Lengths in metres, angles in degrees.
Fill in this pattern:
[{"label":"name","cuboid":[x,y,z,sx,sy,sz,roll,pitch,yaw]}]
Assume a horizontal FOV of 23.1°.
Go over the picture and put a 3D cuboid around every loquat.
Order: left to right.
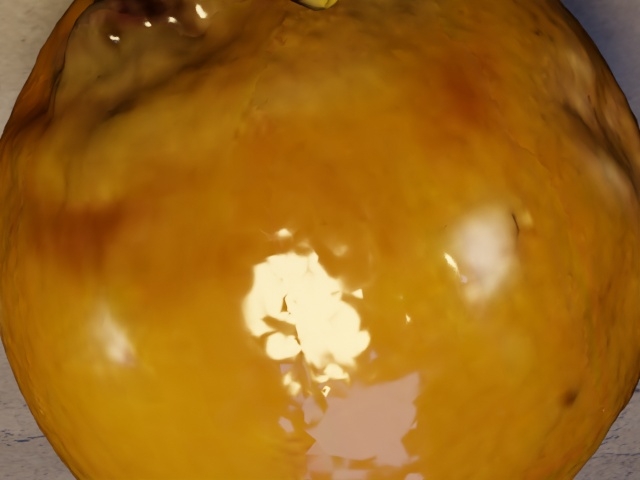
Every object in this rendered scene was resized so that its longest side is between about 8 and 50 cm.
[{"label":"loquat","cuboid":[0.000,0.000,0.742,0.328,0.329,0.328,-7,148,-4]}]

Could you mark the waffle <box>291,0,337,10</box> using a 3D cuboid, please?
[{"label":"waffle","cuboid":[-0.114,-0.137,0.542,0.329,0.329,0.062,4,105,-20]}]
